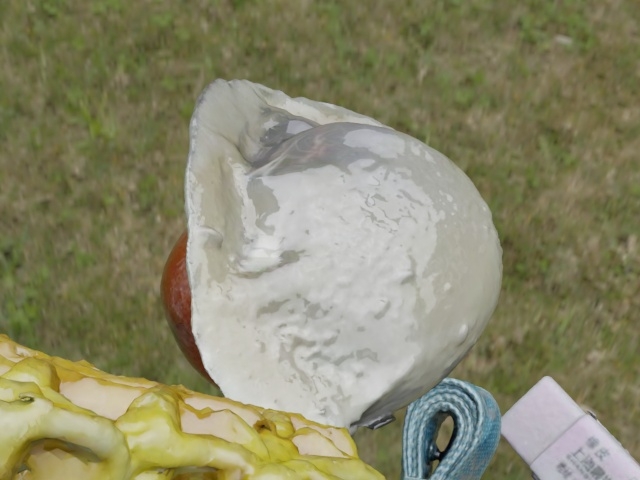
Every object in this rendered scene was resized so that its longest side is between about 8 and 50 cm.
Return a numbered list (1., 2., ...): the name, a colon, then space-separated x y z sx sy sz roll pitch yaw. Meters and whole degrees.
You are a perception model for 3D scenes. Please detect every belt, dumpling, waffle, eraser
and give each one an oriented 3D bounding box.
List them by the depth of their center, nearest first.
1. waffle: -0.115 0.062 0.600 0.280 0.262 0.060 11 81 46
2. dumpling: 0.005 -0.003 0.948 0.175 0.243 0.227 -35 98 4
3. belt: 0.098 0.276 1.476 0.087 0.072 0.302 12 86 18
4. eraser: 0.295 0.263 1.543 0.086 0.130 0.287 -45 44 4

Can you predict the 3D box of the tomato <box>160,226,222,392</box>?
1. tomato: -0.043 0.053 1.431 0.184 0.208 0.208 -41 70 -7
